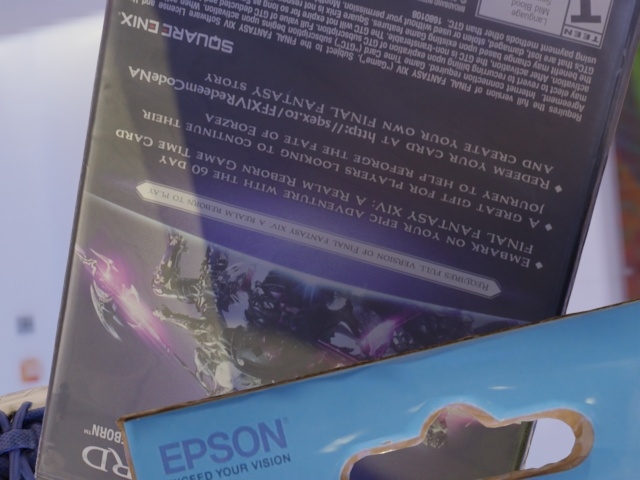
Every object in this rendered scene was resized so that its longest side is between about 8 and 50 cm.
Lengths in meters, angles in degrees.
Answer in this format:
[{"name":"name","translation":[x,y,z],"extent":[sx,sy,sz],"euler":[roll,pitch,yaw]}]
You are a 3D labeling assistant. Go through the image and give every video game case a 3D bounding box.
[{"name":"video game case","translation":[0.000,0.000,0.751],"extent":[0.196,0.274,0.026],"euler":[16,-156,10]}]

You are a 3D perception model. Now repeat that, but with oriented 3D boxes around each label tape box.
[{"name":"label tape box","translation":[0.088,0.196,0.695],"extent":[0.241,0.333,0.106],"euler":[-14,177,13]}]

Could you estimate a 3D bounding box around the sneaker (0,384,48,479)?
[{"name":"sneaker","translation":[-0.196,0.122,1.142],"extent":[0.131,0.112,0.296],"euler":[-27,161,39]}]
